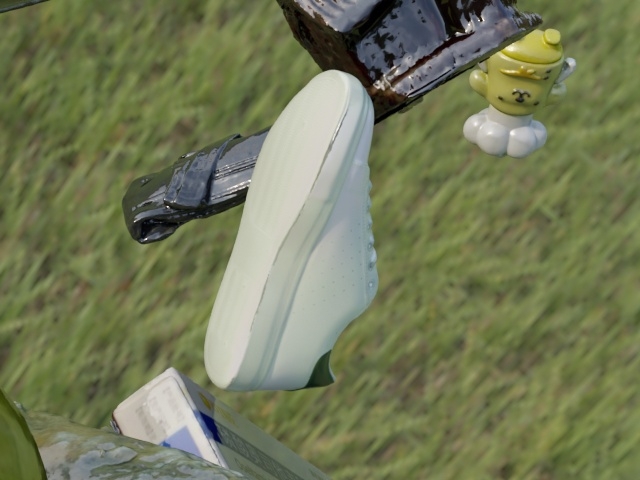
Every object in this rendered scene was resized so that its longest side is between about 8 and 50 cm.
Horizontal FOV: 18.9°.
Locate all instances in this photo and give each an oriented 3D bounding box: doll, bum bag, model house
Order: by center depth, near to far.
[{"bbox_3d":[0.065,-0.195,1.549,0.164,0.203,0.141,60,-8,-3],"label":"model house"},{"bbox_3d":[-0.088,-0.068,1.987,0.123,0.248,0.060,-102,176,-60],"label":"bum bag"},{"bbox_3d":[0.203,-0.152,1.990,0.106,0.162,0.062,9,41,-3],"label":"doll"}]

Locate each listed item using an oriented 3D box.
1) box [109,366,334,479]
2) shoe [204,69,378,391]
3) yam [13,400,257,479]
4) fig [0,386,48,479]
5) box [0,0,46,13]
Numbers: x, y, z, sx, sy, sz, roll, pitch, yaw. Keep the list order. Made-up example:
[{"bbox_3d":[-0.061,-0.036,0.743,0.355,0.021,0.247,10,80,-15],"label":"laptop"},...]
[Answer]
[{"bbox_3d":[-0.025,0.242,1.495,0.200,0.065,0.343,59,8,31],"label":"box"},{"bbox_3d":[0.000,0.000,1.476,0.110,0.265,0.095,14,20,-31],"label":"shoe"},{"bbox_3d":[-0.144,0.166,1.135,0.330,0.133,0.133,5,10,38],"label":"yam"},{"bbox_3d":[-0.240,0.166,0.872,0.239,0.239,0.271,20,39,-27],"label":"fig"},{"bbox_3d":[-0.201,-0.183,0.832,0.270,0.045,0.210,-21,76,-27],"label":"box"}]
